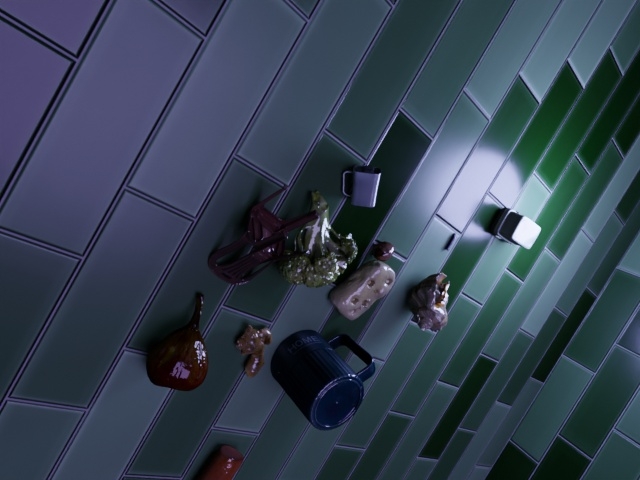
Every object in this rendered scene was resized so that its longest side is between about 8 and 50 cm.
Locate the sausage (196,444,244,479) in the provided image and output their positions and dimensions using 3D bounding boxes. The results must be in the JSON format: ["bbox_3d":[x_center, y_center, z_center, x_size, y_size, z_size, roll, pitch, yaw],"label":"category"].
[{"bbox_3d":[-0.398,0.893,1.649,0.113,0.113,0.259,36,87,-38],"label":"sausage"}]

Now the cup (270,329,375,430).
[{"bbox_3d":[0.015,0.503,1.630,0.307,0.292,0.242,1,109,-32],"label":"cup"}]

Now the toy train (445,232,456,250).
[{"bbox_3d":[0.573,0.006,1.948,0.017,0.017,0.083,28,93,-39],"label":"toy train"}]

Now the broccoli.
[{"bbox_3d":[0.017,0.031,1.494,0.254,0.186,0.302,28,100,-28],"label":"broccoli"}]

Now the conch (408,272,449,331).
[{"bbox_3d":[0.458,0.259,1.904,0.210,0.158,0.291,60,36,-26],"label":"conch"}]

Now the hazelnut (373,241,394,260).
[{"bbox_3d":[0.244,0.042,1.714,0.086,0.086,0.087,-13,117,-28],"label":"hazelnut"}]

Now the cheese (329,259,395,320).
[{"bbox_3d":[0.169,0.187,1.709,0.263,0.093,0.159,-42,131,-3],"label":"cheese"}]

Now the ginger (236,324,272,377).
[{"bbox_3d":[-0.242,0.385,1.563,0.132,0.059,0.214,8,107,-43],"label":"ginger"}]

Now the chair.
[{"bbox_3d":[-0.185,-0.002,1.397,0.326,0.183,0.175,-22,137,31],"label":"chair"}]

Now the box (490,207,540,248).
[{"bbox_3d":[0.905,-0.053,2.066,0.210,0.129,0.148,22,98,-38],"label":"box"}]

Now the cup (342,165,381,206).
[{"bbox_3d":[0.138,-0.192,1.536,0.128,0.095,0.130,7,113,4],"label":"cup"}]

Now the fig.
[{"bbox_3d":[-0.436,0.314,1.352,0.190,0.190,0.291,-1,94,-32],"label":"fig"}]
